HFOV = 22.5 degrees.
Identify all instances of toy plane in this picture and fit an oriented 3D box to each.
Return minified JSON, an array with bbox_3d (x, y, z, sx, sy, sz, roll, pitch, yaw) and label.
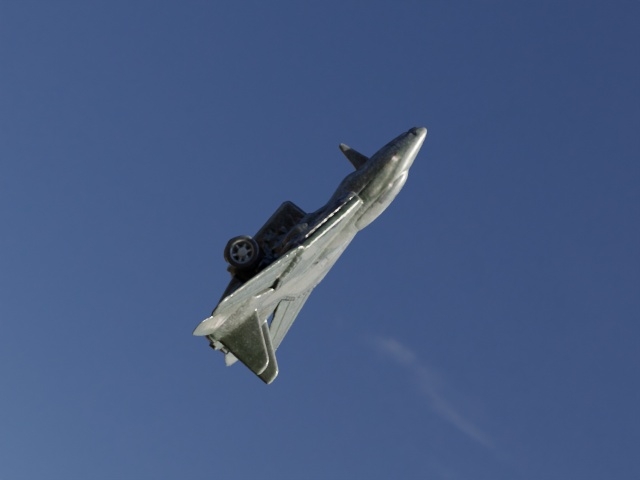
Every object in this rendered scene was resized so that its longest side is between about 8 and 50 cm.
[{"bbox_3d":[-0.009,-0.007,1.398,0.088,0.267,0.212,33,-8,16],"label":"toy plane"}]
